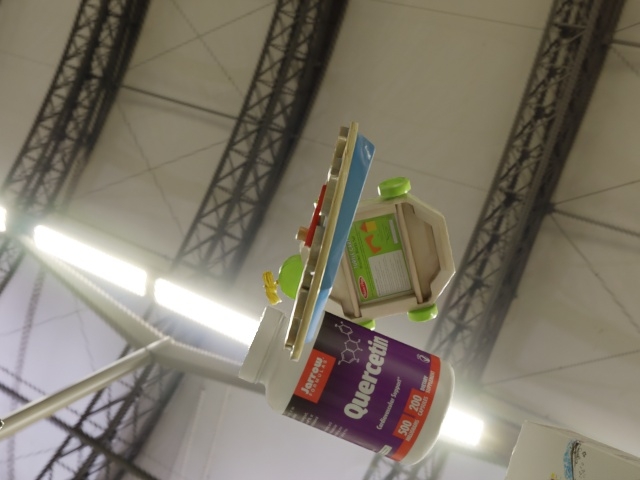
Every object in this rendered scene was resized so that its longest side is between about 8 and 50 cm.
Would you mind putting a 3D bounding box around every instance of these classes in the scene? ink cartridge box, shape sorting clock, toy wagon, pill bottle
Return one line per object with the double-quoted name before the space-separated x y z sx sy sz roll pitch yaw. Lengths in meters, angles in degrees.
"ink cartridge box" 0.421 0.398 1.295 0.233 0.171 0.168 16 -94 48
"shape sorting clock" 0.000 0.000 0.716 0.040 0.206 0.206 18 -61 1
"toy wagon" 0.064 0.038 1.550 0.345 0.068 0.267 -13 -72 4
"pill bottle" 0.039 0.223 1.369 0.323 0.181 0.181 22 -58 -2

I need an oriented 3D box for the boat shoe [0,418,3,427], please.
"boat shoe" -0.550 0.331 1.352 0.133 0.042 0.049 -48 -148 2
